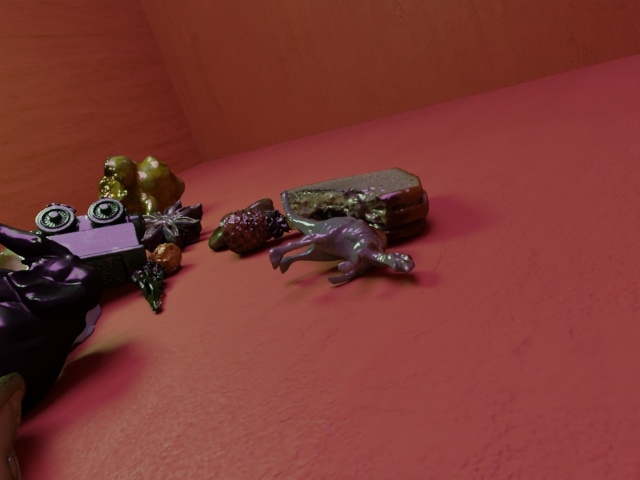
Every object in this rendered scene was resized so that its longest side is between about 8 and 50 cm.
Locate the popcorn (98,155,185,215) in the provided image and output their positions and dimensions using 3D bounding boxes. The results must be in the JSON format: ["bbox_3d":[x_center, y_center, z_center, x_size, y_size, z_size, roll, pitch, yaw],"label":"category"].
[{"bbox_3d":[-0.623,-0.136,1.652,0.325,0.321,0.290,20,22,37],"label":"popcorn"}]

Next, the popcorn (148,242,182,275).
[{"bbox_3d":[-0.372,0.045,1.144,0.057,0.083,0.082,-14,50,30],"label":"popcorn"}]

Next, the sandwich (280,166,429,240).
[{"bbox_3d":[0.063,-0.070,0.959,0.288,0.100,0.254,-11,22,1],"label":"sandwich"}]

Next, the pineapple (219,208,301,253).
[{"bbox_3d":[-0.133,-0.034,1.109,0.197,0.108,0.108,-12,18,-2],"label":"pineapple"}]

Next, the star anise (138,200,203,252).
[{"bbox_3d":[-0.450,-0.029,1.391,0.223,0.109,0.236,-14,31,-2],"label":"star anise"}]

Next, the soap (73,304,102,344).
[{"bbox_3d":[-0.542,0.157,0.955,0.145,0.091,0.230,-22,19,-11],"label":"soap"}]

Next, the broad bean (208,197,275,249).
[{"bbox_3d":[-0.212,-0.046,1.258,0.206,0.072,0.153,-27,7,-20],"label":"broad bean"}]

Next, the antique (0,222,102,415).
[{"bbox_3d":[-0.505,0.126,0.733,0.185,0.255,0.322,131,154,-53],"label":"antique"}]

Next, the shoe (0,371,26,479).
[{"bbox_3d":[-0.408,0.245,0.510,0.140,0.128,0.262,-15,7,-16],"label":"shoe"}]

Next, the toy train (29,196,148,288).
[{"bbox_3d":[-0.550,0.011,1.126,0.266,0.145,0.202,-13,55,-21],"label":"toy train"}]

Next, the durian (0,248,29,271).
[{"bbox_3d":[-0.941,0.137,1.270,0.158,0.169,0.352,0,24,45],"label":"durian"}]

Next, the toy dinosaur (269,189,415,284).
[{"bbox_3d":[0.000,0.000,0.846,0.205,0.092,0.393,-20,26,-11],"label":"toy dinosaur"}]

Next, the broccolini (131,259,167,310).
[{"bbox_3d":[-0.358,0.113,1.009,0.074,0.058,0.201,-35,36,-6],"label":"broccolini"}]
